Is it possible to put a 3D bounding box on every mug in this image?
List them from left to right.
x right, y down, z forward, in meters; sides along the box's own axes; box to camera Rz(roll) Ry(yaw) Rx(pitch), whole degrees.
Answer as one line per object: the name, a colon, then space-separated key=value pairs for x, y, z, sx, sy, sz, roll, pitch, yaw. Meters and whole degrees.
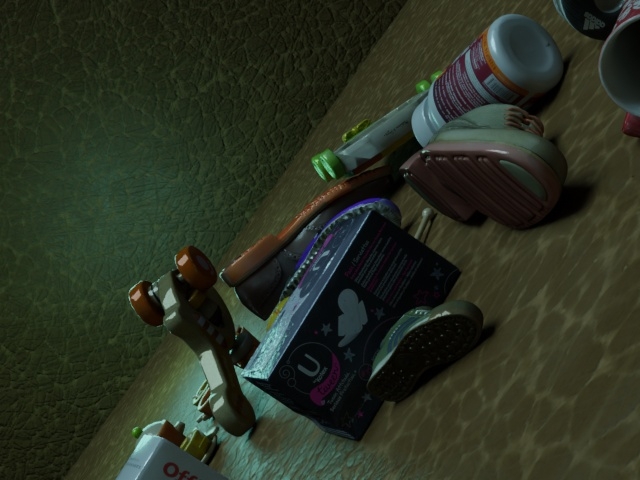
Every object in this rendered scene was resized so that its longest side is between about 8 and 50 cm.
mug: x=0.329 y=-0.197 z=1.060 sx=0.150 sy=0.113 sz=0.169 roll=-44 pitch=12 yaw=40

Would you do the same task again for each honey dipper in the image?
honey dipper: x=0.135 y=0.006 z=1.526 sx=0.030 sy=0.030 sz=0.160 roll=-45 pitch=10 yaw=45

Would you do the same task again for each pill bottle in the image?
pill bottle: x=0.228 y=-0.208 z=1.514 sx=0.221 sy=0.121 sz=0.121 roll=-42 pitch=17 yaw=51

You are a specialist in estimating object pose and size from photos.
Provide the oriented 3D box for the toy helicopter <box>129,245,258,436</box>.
toy helicopter: x=-0.178 y=0.193 z=1.852 sx=0.140 sy=0.235 sz=0.355 roll=-37 pitch=47 yaw=13

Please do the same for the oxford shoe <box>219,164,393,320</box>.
oxford shoe: x=0.000 y=0.000 z=1.934 sx=0.364 sy=0.132 sz=0.130 roll=-37 pitch=2 yaw=-4

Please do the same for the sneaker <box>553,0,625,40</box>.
sneaker: x=0.421 y=-0.467 z=1.326 sx=0.447 sy=0.169 sz=0.257 roll=-55 pitch=12 yaw=15

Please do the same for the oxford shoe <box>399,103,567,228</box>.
oxford shoe: x=0.204 y=-0.110 z=1.279 sx=0.146 sy=0.140 sz=0.397 roll=-49 pitch=12 yaw=-5

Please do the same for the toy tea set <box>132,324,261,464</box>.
toy tea set: x=-0.236 y=0.295 z=2.002 sx=0.200 sy=0.124 sz=0.336 roll=-43 pitch=15 yaw=48

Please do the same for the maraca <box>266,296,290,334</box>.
maraca: x=0.000 y=0.116 z=1.600 sx=0.186 sy=0.099 sz=0.127 roll=-23 pitch=19 yaw=21

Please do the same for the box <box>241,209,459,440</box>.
box: x=0.031 y=0.103 z=1.351 sx=0.247 sy=0.142 sz=0.163 roll=-57 pitch=11 yaw=-13

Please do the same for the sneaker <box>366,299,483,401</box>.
sneaker: x=0.115 y=0.100 z=1.191 sx=0.192 sy=0.064 sz=0.086 roll=-49 pitch=16 yaw=45

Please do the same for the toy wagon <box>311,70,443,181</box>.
toy wagon: x=0.110 y=-0.200 z=1.994 sx=0.267 sy=0.068 sz=0.344 roll=-35 pitch=5 yaw=-6

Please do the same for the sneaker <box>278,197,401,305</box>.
sneaker: x=0.034 y=0.006 z=1.763 sx=0.293 sy=0.102 sz=0.146 roll=-47 pitch=12 yaw=37

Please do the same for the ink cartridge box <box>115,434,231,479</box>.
ink cartridge box: x=-0.188 y=0.393 z=1.262 sx=0.272 sy=0.198 sz=0.115 roll=-59 pitch=11 yaw=-17
